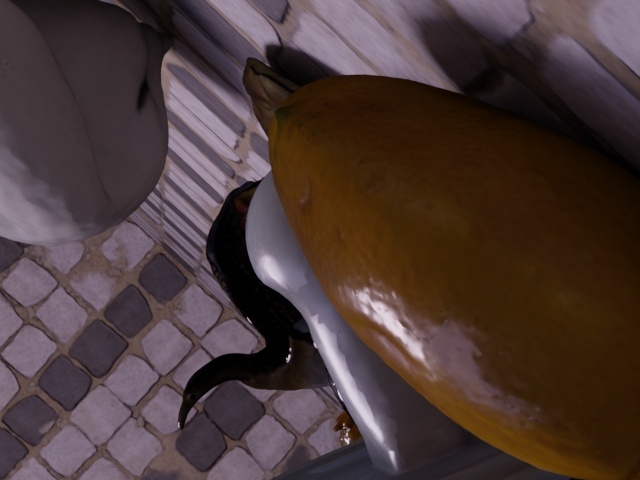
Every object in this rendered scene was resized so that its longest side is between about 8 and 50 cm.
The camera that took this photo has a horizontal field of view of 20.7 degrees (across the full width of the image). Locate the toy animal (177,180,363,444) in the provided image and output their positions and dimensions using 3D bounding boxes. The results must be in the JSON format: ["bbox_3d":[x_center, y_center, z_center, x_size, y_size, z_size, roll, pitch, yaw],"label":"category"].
[{"bbox_3d":[-0.011,0.092,1.325,0.160,0.197,0.272,42,169,-25],"label":"toy animal"}]

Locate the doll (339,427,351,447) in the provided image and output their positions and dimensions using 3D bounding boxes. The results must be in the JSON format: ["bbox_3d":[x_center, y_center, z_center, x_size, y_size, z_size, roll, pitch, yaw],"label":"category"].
[{"bbox_3d":[0.082,0.199,1.771,0.221,0.105,0.115,130,135,-76],"label":"doll"}]

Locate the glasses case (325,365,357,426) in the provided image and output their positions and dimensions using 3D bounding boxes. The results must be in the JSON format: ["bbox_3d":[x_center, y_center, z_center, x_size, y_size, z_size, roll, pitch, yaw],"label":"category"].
[{"bbox_3d":[0.133,0.147,1.070,0.314,0.075,0.122,43,-143,5],"label":"glasses case"}]

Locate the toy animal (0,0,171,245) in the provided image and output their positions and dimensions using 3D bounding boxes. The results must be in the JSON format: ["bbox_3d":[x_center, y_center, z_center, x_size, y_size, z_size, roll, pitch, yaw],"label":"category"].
[{"bbox_3d":[-0.215,-0.111,1.117,0.265,0.206,0.271,49,169,-21],"label":"toy animal"}]

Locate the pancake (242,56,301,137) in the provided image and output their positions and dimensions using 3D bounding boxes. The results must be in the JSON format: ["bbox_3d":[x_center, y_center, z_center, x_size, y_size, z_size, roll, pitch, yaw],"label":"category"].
[{"bbox_3d":[0.047,-0.009,0.958,0.250,0.031,0.250,42,171,8],"label":"pancake"}]

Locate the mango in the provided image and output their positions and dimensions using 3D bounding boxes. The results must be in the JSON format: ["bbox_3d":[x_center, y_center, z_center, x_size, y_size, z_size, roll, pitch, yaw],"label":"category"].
[{"bbox_3d":[0.061,0.004,0.650,0.227,0.109,0.147,38,-165,32],"label":"mango"}]

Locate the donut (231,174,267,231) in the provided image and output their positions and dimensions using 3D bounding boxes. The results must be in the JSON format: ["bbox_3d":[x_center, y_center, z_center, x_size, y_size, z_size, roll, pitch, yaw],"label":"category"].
[{"bbox_3d":[0.000,0.000,1.170,0.140,0.059,0.140,42,172,7],"label":"donut"}]

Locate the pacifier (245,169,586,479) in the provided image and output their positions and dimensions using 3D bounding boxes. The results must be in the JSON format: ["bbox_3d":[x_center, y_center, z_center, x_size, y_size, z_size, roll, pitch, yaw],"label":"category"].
[{"bbox_3d":[0.044,0.058,0.802,0.287,0.238,0.226,178,68,-82],"label":"pacifier"}]
